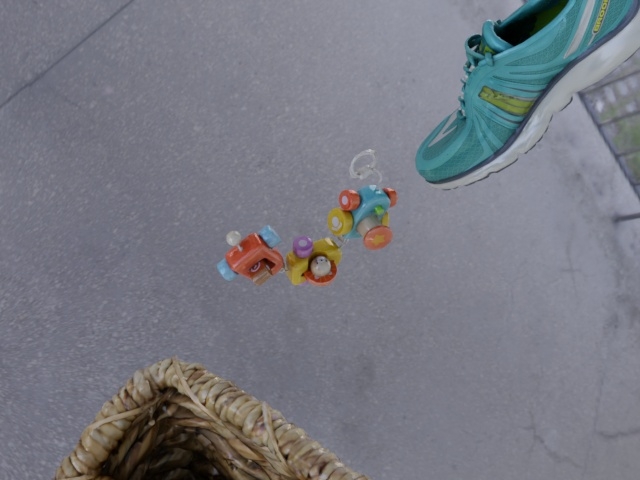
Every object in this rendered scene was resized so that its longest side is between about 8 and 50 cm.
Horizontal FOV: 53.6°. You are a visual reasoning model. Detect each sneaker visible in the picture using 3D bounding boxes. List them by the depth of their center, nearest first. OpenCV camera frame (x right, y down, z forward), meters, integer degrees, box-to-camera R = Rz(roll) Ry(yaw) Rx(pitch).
[{"bbox_3d":[0.176,-0.161,0.607,0.110,0.275,0.107,21,41,-26],"label":"sneaker"}]

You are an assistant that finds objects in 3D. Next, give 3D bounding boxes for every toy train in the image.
[{"bbox_3d":[0.000,0.000,0.553,0.166,0.125,0.046,-36,60,4],"label":"toy train"}]

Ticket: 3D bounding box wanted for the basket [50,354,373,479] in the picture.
[{"bbox_3d":[-0.044,0.236,0.284,0.213,0.299,0.223,-34,138,-38],"label":"basket"}]
